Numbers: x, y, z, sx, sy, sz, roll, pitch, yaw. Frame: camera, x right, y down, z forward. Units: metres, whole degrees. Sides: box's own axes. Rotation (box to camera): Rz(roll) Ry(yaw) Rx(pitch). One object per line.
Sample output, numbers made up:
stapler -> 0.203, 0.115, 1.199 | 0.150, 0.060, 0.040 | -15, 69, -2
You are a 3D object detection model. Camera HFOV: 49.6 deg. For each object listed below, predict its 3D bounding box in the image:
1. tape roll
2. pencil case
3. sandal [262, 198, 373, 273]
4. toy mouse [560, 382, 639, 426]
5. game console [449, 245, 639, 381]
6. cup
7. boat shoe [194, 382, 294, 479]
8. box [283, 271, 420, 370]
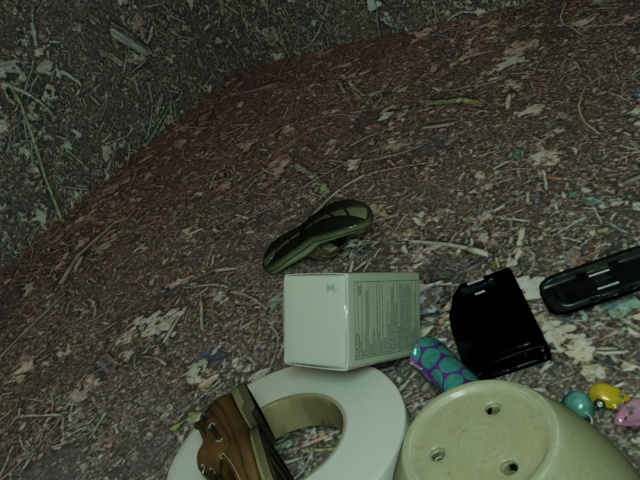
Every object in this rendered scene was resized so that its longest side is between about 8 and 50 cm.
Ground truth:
tape roll -> -0.046, 0.329, 1.059 | 0.392, 0.072, 0.392 | -18, 24, 9
pencil case -> 0.199, 0.215, 1.094 | 0.070, 0.064, 0.151 | -17, 26, -15
sandal -> -0.001, 0.000, 1.595 | 0.302, 0.086, 0.120 | -28, 31, 29
toy mouse -> 0.373, 0.216, 0.908 | 0.161, 0.031, 0.143 | 5, 5, 40
game console -> 0.392, 0.102, 1.147 | 0.361, 0.044, 0.213 | -21, 31, 11
cup -> 0.208, 0.299, 0.777 | 0.331, 0.237, 0.331 | -20, 30, 12
boat shoe -> -0.109, 0.307, 0.954 | 0.104, 0.111, 0.307 | -30, 14, -8
box -> 0.058, 0.126, 1.154 | 0.126, 0.149, 0.232 | -2, -3, 37
